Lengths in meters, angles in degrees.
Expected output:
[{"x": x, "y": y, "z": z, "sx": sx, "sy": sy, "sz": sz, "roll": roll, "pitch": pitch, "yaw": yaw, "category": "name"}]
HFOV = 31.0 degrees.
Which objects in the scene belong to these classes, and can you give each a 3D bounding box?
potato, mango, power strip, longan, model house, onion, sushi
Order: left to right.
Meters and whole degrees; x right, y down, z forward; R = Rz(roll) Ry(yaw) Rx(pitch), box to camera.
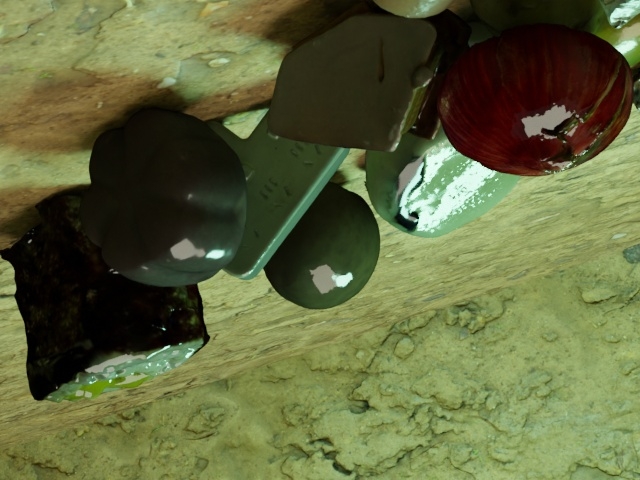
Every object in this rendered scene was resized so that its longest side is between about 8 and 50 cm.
[{"x": -0.344, "y": 0.093, "z": 1.882, "sx": 0.281, "sy": 0.294, "sz": 0.299, "roll": -26, "pitch": 164, "yaw": 22, "category": "sushi"}, {"x": -0.102, "y": -0.094, "z": 1.666, "sx": 0.265, "sy": 0.193, "sz": 0.059, "roll": -54, "pitch": 165, "yaw": -1, "category": "power strip"}, {"x": 0.000, "y": 0.000, "z": 2.078, "sx": 0.248, "sy": 0.248, "sz": 0.248, "roll": -15, "pitch": 165, "yaw": -4, "category": "longan"}, {"x": 0.074, "y": -0.219, "z": 1.479, "sx": 0.219, "sy": 0.200, "sz": 0.229, "roll": 19, "pitch": -157, "yaw": 15, "category": "model house"}, {"x": 0.254, "y": -0.156, "z": 1.375, "sx": 0.248, "sy": 0.161, "sz": 0.248, "roll": 13, "pitch": 168, "yaw": 3, "category": "onion"}, {"x": 0.266, "y": -0.302, "z": 1.385, "sx": 0.154, "sy": 0.137, "sz": 0.200, "roll": -25, "pitch": 161, "yaw": 28, "category": "potato"}, {"x": 0.423, "y": -0.295, "z": 1.608, "sx": 0.156, "sy": 0.114, "sz": 0.251, "roll": -40, "pitch": 164, "yaw": 4, "category": "mango"}]

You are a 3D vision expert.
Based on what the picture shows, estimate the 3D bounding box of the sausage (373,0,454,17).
[{"x": 0.135, "y": -0.336, "z": 1.163, "sx": 0.123, "sy": 0.123, "sz": 0.253, "roll": -10, "pitch": 163, "yaw": -23, "category": "sausage"}]

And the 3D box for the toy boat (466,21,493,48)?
[{"x": 0.252, "y": -0.269, "z": 1.552, "sx": 0.295, "sy": 0.129, "sz": 0.088, "roll": -27, "pitch": 121, "yaw": 28, "category": "toy boat"}]

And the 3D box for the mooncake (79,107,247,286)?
[{"x": -0.217, "y": -0.057, "z": 1.580, "sx": 0.245, "sy": 0.245, "sz": 0.133, "roll": -27, "pitch": 159, "yaw": 35, "category": "mooncake"}]

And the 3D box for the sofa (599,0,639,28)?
[{"x": 0.282, "y": -0.347, "z": 1.120, "sx": 0.176, "sy": 0.210, "sz": 0.225, "roll": -26, "pitch": 166, "yaw": 38, "category": "sofa"}]

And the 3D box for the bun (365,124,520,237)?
[{"x": 0.184, "y": -0.148, "z": 1.812, "sx": 0.283, "sy": 0.179, "sz": 0.283, "roll": -19, "pitch": 143, "yaw": -15, "category": "bun"}]

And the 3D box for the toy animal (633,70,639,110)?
[{"x": 0.597, "y": -0.287, "z": 1.885, "sx": 0.157, "sy": 0.097, "sz": 0.312, "roll": -9, "pitch": 163, "yaw": -1, "category": "toy animal"}]

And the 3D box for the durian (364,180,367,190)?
[{"x": 0.152, "y": -0.121, "z": 2.063, "sx": 0.108, "sy": 0.119, "sz": 0.186, "roll": -63, "pitch": 160, "yaw": 17, "category": "durian"}]
